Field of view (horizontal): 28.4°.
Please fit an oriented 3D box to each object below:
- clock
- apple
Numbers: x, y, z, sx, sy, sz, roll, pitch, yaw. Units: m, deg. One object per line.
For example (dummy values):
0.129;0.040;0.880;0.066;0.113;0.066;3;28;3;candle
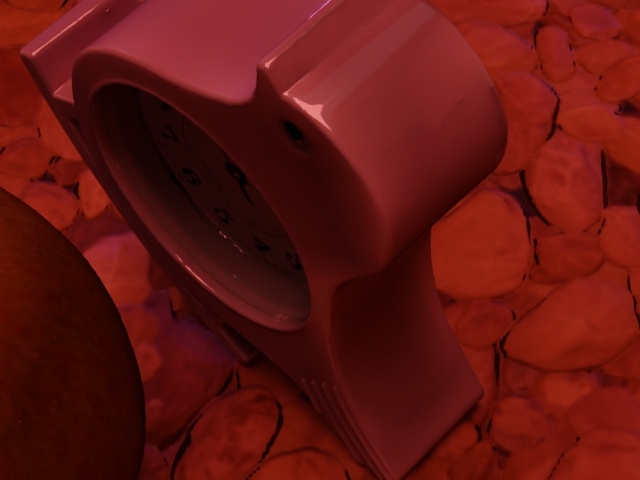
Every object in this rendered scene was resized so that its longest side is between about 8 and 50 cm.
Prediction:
0.000;0.000;0.633;0.080;0.290;0.275;-43;25;-23;clock
-0.216;0.078;0.596;0.264;0.264;0.264;-2;52;2;apple
